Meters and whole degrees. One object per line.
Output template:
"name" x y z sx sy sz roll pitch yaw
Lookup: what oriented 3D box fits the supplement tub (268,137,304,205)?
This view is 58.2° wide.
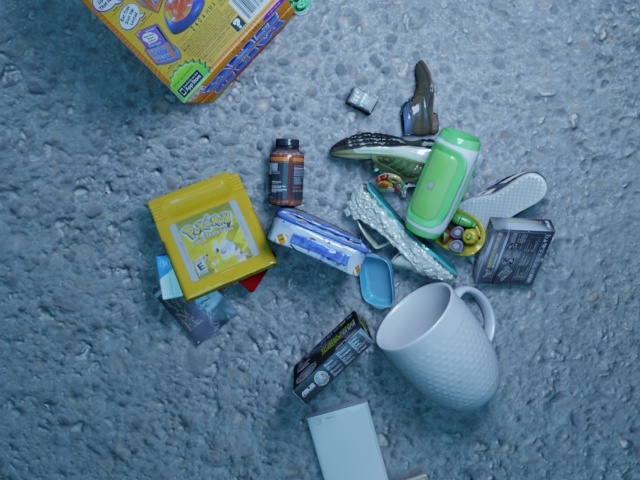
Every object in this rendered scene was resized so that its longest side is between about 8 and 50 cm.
"supplement tub" -0.101 -0.203 1.713 0.105 0.106 0.198 3 97 -2

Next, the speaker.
"speaker" 0.336 -0.156 1.602 0.131 0.131 0.297 17 114 -4

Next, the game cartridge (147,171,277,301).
"game cartridge" -0.319 -0.020 1.687 0.285 0.053 0.324 -23 79 -11

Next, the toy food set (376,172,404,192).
"toy food set" 0.204 -0.168 1.689 0.083 0.083 0.020 0 56 25

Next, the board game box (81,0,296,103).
"board game box" -0.323 -0.615 1.501 0.356 0.356 0.356 -43 99 12

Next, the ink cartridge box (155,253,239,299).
"ink cartridge box" -0.367 0.092 1.736 0.230 0.078 0.134 -10 92 -9

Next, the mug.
"mug" 0.401 0.304 1.731 0.328 0.276 0.374 49 63 -14

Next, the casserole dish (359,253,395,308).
"casserole dish" 0.177 0.120 1.762 0.114 0.037 0.189 8 117 36

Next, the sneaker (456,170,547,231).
"sneaker" 0.534 -0.106 1.747 0.321 0.127 0.126 -26 93 26

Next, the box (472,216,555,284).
"box" 0.576 0.036 1.731 0.182 0.056 0.231 2 132 -1

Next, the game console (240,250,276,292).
"game console" -0.221 0.062 1.744 0.124 0.085 0.144 30 73 6

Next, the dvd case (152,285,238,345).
"dvd case" -0.390 0.194 1.795 0.164 0.018 0.221 -39 96 2

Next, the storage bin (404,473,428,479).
"storage bin" 0.258 0.924 1.836 0.262 0.123 0.261 -17 108 0

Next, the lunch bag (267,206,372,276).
"lunch bag" 0.000 0.000 1.672 0.303 0.243 0.115 22 96 -4

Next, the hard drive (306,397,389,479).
"hard drive" 0.091 0.682 1.860 0.202 0.040 0.308 -15 98 0

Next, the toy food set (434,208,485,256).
"toy food set" 0.381 -0.036 1.717 0.217 0.071 0.128 29 106 25

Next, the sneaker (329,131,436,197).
"sneaker" 0.227 -0.210 1.716 0.409 0.158 0.182 7 114 2

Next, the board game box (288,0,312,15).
"board game box" -0.134 -0.918 1.654 0.389 0.050 0.390 27 95 -5

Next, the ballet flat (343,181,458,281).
"ballet flat" 0.233 -0.003 1.746 0.409 0.147 0.147 45 94 -1

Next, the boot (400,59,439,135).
"boot" 0.283 -0.418 1.712 0.106 0.082 0.219 -13 99 -3

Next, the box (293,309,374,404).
"box" 0.033 0.344 1.728 0.270 0.216 0.060 -44 96 4

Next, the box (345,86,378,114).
"box" 0.123 -0.416 1.716 0.083 0.062 0.052 26 96 -4
